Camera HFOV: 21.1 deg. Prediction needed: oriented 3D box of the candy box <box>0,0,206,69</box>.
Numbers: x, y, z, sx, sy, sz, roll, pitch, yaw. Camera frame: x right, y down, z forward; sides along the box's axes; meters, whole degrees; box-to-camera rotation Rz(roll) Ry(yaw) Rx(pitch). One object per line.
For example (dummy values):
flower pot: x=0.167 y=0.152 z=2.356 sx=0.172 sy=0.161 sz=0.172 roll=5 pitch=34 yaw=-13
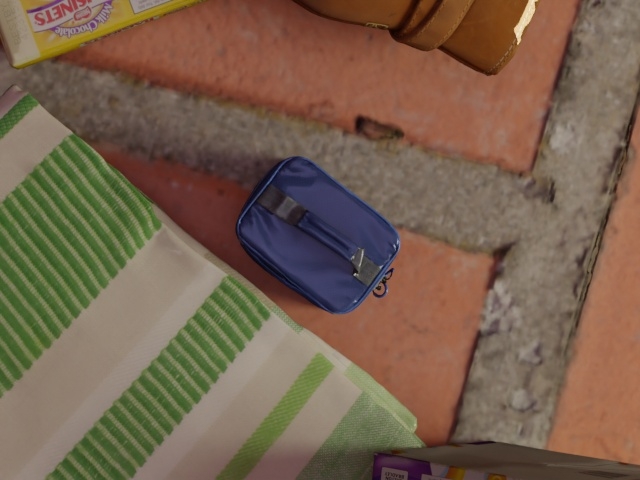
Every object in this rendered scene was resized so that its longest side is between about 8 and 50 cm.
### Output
candy box: x=-0.102 y=-0.185 z=1.015 sx=0.205 sy=0.027 sz=0.105 roll=-20 pitch=92 yaw=-2

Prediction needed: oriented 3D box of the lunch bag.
lunch bag: x=0.000 y=0.000 z=1.000 sx=0.098 sy=0.065 sz=0.067 roll=37 pitch=89 yaw=-1

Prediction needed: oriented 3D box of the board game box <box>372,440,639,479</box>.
board game box: x=0.109 y=0.259 z=0.942 sx=0.142 sy=0.144 sz=0.275 roll=5 pitch=90 yaw=34

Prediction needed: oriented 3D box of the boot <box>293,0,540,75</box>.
boot: x=0.061 y=-0.251 z=0.979 sx=0.220 sy=0.109 sz=0.283 roll=25 pitch=75 yaw=-15

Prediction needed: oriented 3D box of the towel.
towel: x=-0.130 y=0.096 z=0.960 sx=0.325 sy=0.038 sz=0.248 roll=40 pitch=69 yaw=4
